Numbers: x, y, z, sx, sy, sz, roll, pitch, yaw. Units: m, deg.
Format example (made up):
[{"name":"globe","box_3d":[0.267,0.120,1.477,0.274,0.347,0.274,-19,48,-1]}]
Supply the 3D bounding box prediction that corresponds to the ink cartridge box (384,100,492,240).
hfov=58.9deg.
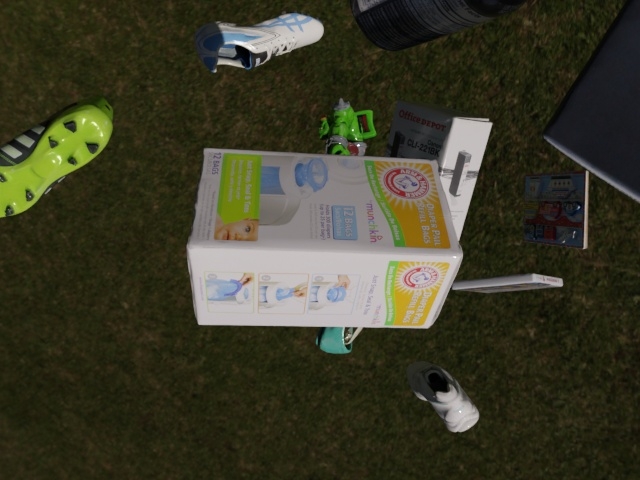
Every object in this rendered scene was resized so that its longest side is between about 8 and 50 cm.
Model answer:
[{"name":"ink cartridge box","box_3d":[0.239,-0.157,1.255,0.197,0.114,0.273,36,120,52]}]

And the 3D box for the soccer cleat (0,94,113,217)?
[{"name":"soccer cleat","box_3d":[-0.266,-0.076,0.529,0.179,0.072,0.060,-26,124,12]}]

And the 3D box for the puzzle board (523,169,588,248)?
[{"name":"puzzle board","box_3d":[0.306,-0.042,0.750,0.011,0.128,0.096,-3,95,-14]}]

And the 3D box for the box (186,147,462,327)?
[{"name":"box","box_3d":[0.000,0.000,0.479,0.203,0.114,0.103,2,139,-5]}]

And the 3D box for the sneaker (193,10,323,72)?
[{"name":"sneaker","box_3d":[-0.099,-0.339,0.983,0.086,0.237,0.085,70,157,7]}]

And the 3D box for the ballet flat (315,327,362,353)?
[{"name":"ballet flat","box_3d":[0.060,0.106,1.087,0.087,0.083,0.247,17,104,14]}]

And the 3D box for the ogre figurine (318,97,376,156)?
[{"name":"ogre figurine","box_3d":[0.045,-0.161,0.961,0.097,0.197,0.118,-1,82,33]}]

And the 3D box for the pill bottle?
[{"name":"pill bottle","box_3d":[0.152,-0.303,0.635,0.246,0.130,0.130,5,128,56]}]

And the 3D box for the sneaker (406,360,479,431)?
[{"name":"sneaker","box_3d":[0.146,0.179,0.720,0.054,0.152,0.061,-34,105,-7]}]

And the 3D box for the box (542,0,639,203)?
[{"name":"box","box_3d":[0.412,-0.208,0.433,0.212,0.293,0.395,41,128,23]}]

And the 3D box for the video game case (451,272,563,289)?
[{"name":"video game case","box_3d":[0.447,0.103,1.357,0.201,0.183,0.023,-10,77,41]}]
